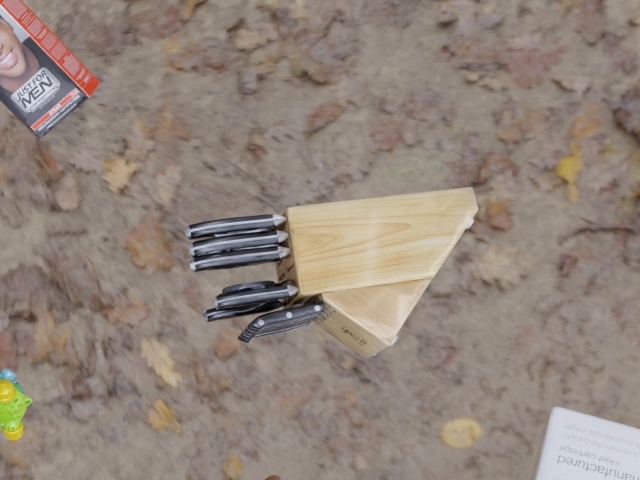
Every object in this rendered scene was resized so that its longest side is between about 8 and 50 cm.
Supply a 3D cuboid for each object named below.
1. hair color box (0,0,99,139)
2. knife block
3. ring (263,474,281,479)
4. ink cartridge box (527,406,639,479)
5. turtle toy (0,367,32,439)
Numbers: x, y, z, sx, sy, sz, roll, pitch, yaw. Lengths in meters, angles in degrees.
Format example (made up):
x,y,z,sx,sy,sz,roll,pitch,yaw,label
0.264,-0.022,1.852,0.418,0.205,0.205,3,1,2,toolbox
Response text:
x,y,z,sx,sy,sz,roll,pitch,yaw,label
-0.278,-0.168,1.103,0.072,0.043,0.141,-36,109,21,hair color box
0.000,0.000,1.283,0.242,0.088,0.275,37,69,-3,knife block
-0.157,0.513,1.893,0.032,0.336,0.336,30,88,-7,ring
0.337,0.412,1.319,0.279,0.160,0.384,15,57,9,ink cartridge box
-0.416,0.192,1.475,0.130,0.066,0.095,0,132,-3,turtle toy
